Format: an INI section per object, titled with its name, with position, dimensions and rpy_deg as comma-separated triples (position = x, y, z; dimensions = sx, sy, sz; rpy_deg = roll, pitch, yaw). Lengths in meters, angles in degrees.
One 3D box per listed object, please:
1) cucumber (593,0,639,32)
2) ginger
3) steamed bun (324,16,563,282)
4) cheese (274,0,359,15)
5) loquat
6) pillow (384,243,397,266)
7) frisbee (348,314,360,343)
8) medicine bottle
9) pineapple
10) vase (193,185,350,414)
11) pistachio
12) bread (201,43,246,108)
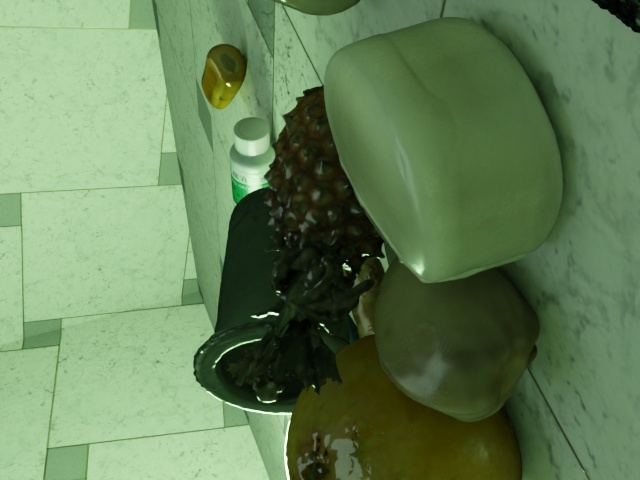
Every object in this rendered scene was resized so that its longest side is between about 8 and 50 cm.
[cucumber]
position = 0.191, -0.163, 0.536
dimensions = 0.187, 0.058, 0.058
rpy_deg = -121, 21, -44
[ginger]
position = 0.082, 0.145, 1.154
dimensions = 0.118, 0.065, 0.299
rpy_deg = 147, 107, -76
[steamed bun]
position = 0.097, -0.096, 0.768
dimensions = 0.164, 0.146, 0.242
rpy_deg = 83, 164, -46
[cheese]
position = -0.054, -0.358, 0.971
dimensions = 0.174, 0.251, 0.248
rpy_deg = 60, 175, 48
[loquat]
position = 0.091, 0.231, 0.961
dimensions = 0.263, 0.263, 0.263
rpy_deg = 165, 90, -76
[pillow]
position = 0.114, 0.059, 1.044
dimensions = 0.119, 0.053, 0.208
rpy_deg = -111, 6, -56
[frisbee]
position = 0.065, 0.237, 1.433
dimensions = 0.289, 0.049, 0.290
rpy_deg = 168, 90, -78
[medicine bottle]
position = -0.130, -0.123, 1.732
dimensions = 0.260, 0.095, 0.095
rpy_deg = 91, 159, -46
[pineapple]
position = 0.000, 0.000, 0.938
dimensions = 0.175, 0.175, 0.361
rpy_deg = 108, 179, -65
[vase]
position = -0.061, 0.074, 1.300
dimensions = 0.245, 0.245, 0.291
rpy_deg = 94, 176, -52
[pistachio]
position = 0.127, 0.078, 0.844
dimensions = 0.223, 0.152, 0.126
rpy_deg = -92, -7, -56
[bread]
position = -0.199, -0.338, 1.815
dimensions = 0.093, 0.074, 0.239
rpy_deg = 60, 168, -3
